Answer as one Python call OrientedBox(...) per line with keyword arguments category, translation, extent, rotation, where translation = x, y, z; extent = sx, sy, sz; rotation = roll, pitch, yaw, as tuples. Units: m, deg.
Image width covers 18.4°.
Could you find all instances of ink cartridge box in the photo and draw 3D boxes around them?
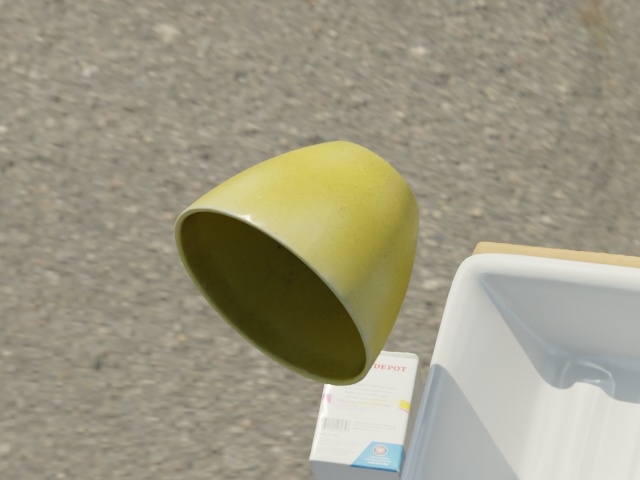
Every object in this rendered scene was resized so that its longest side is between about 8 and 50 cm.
OrientedBox(category="ink cartridge box", translation=(0.050, 0.182, 1.993), extent=(0.092, 0.090, 0.143), rotation=(6, 59, 11))

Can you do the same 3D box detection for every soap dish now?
OrientedBox(category="soap dish", translation=(0.188, 0.128, 1.124), extent=(0.291, 0.118, 0.228), rotation=(6, 78, 44))

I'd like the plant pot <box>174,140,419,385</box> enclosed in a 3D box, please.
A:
OrientedBox(category="plant pot", translation=(0.000, 0.000, 1.094), extent=(0.134, 0.134, 0.095), rotation=(29, 62, 23))
